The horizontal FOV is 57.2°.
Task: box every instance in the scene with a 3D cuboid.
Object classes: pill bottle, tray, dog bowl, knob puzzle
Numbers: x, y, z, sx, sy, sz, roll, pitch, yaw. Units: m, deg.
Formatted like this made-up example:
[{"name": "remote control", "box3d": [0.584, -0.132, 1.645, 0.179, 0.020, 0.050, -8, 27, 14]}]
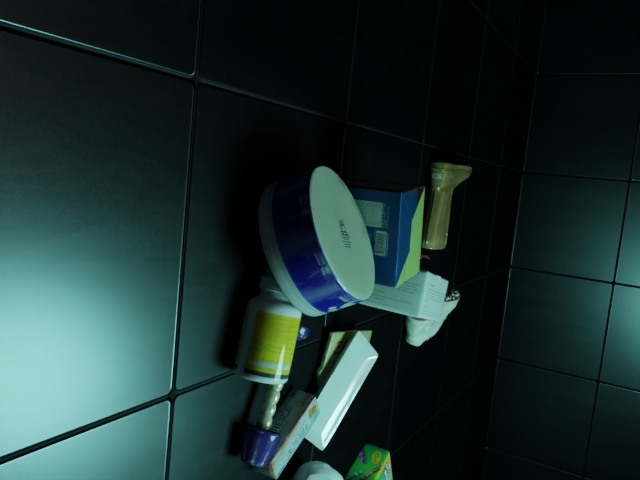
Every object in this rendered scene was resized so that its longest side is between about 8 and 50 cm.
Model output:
[{"name": "pill bottle", "box3d": [-0.092, 0.162, 1.075, 0.103, 0.103, 0.184, 20, 81, -60]}, {"name": "tray", "box3d": [0.039, 0.352, 1.392, 0.270, 0.030, 0.145, -56, 141, -19]}, {"name": "dog bowl", "box3d": [0.000, 0.000, 1.085, 0.265, 0.104, 0.265, 49, 30, -43]}, {"name": "knob puzzle", "box3d": [0.045, 0.310, 1.432, 0.213, 0.030, 0.213, -25, 124, -44]}]

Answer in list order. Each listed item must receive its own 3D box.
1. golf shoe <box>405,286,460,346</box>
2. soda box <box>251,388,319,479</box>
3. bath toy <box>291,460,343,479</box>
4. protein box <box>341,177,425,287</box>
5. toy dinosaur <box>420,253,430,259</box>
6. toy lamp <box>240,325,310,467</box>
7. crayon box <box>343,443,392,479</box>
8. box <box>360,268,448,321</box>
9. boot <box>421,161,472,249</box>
[{"name": "golf shoe", "box3d": [0.356, 0.237, 1.905, 0.306, 0.115, 0.140, -22, 127, -50]}, {"name": "soda box", "box3d": [-0.074, 0.397, 1.217, 0.183, 0.063, 0.058, -47, 137, -44]}, {"name": "bath toy", "box3d": [-0.038, 0.657, 1.296, 0.129, 0.151, 0.348, 157, -58, -80]}, {"name": "protein box", "box3d": [0.101, -0.023, 1.262, 0.136, 0.201, 0.200, -19, 114, -58]}, {"name": "toy dinosaur", "box3d": [0.291, 0.039, 1.761, 0.082, 0.090, 0.047, 122, -38, -86]}, {"name": "toy lamp", "box3d": [-0.090, 0.296, 1.144, 0.080, 0.080, 0.274, 39, 65, -57]}, {"name": "crayon box", "box3d": [0.140, 0.743, 1.675, 0.165, 0.081, 0.278, -45, 135, -47]}, {"name": "box", "box3d": [0.214, 0.130, 1.528, 0.181, 0.182, 0.119, 22, 81, -60]}, {"name": "boot", "box3d": [0.399, -0.113, 1.894, 0.236, 0.089, 0.269, -3, 101, -50]}]
